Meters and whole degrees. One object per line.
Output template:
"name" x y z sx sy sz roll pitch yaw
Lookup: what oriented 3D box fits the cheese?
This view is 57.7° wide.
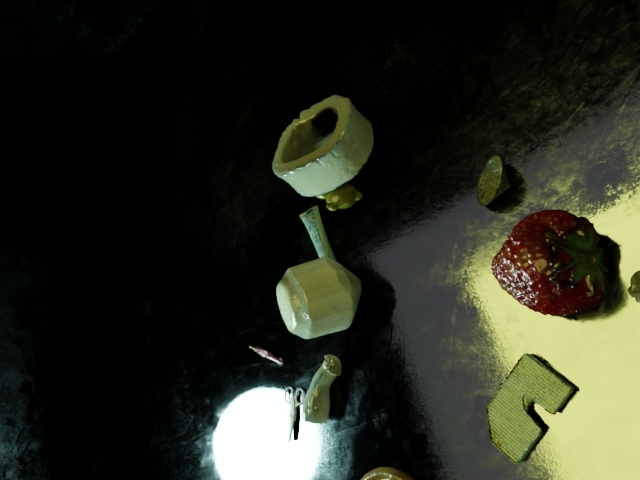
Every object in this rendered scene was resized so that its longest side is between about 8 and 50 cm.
"cheese" 0.004 -0.308 1.919 0.332 0.153 0.293 -23 45 29

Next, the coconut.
"coconut" 0.005 0.175 1.815 0.237 0.265 0.238 169 90 -75

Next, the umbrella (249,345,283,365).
"umbrella" -0.190 0.402 2.048 0.165 0.025 0.027 19 74 37

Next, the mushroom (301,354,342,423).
"mushroom" 0.006 0.470 1.845 0.092 0.081 0.224 19 91 58

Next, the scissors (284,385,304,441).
"scissors" -0.094 0.579 1.935 0.085 0.022 0.176 -2 76 35

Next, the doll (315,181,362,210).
"doll" 0.050 -0.167 1.955 0.137 0.097 0.209 -29 41 -4

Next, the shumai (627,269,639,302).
"shumai" 0.758 0.119 1.273 0.153 0.161 0.210 40 123 33

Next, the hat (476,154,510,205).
"hat" 0.496 -0.159 1.606 0.146 0.067 0.146 -167 90 -81

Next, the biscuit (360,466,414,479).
"biscuit" 0.195 0.782 1.655 0.261 0.037 0.262 -10 74 37

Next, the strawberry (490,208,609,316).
"strawberry" 0.547 0.063 1.423 0.288 0.250 0.239 -20 102 56

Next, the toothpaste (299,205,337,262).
"toothpaste" -0.001 0.001 1.970 0.069 0.047 0.269 -49 52 40

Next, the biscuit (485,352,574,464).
"biscuit" 0.515 0.424 1.470 0.147 0.046 0.250 37 103 36
